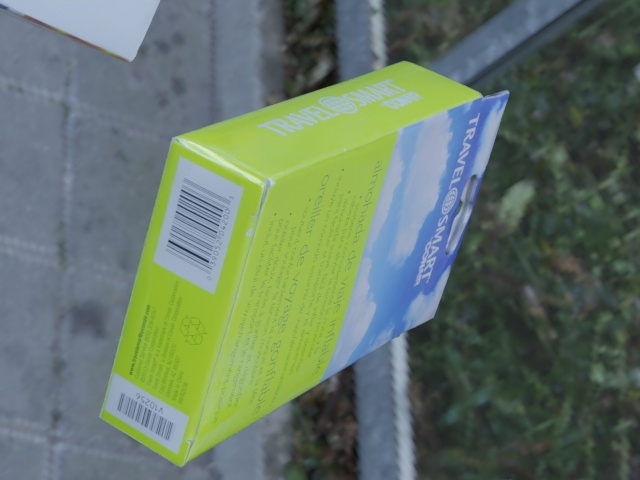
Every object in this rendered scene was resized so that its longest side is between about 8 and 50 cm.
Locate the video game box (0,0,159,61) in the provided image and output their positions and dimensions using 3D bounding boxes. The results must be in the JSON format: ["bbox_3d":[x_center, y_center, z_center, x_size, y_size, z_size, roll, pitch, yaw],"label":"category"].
[{"bbox_3d":[-0.196,-0.147,0.720,0.187,0.048,0.205,27,4,28],"label":"video game box"}]

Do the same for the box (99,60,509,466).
[{"bbox_3d":[0.000,0.000,0.602,0.042,0.109,0.178,27,26,22],"label":"box"}]
